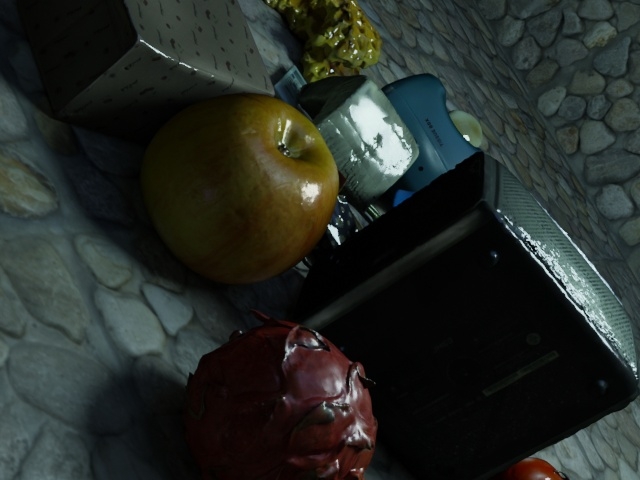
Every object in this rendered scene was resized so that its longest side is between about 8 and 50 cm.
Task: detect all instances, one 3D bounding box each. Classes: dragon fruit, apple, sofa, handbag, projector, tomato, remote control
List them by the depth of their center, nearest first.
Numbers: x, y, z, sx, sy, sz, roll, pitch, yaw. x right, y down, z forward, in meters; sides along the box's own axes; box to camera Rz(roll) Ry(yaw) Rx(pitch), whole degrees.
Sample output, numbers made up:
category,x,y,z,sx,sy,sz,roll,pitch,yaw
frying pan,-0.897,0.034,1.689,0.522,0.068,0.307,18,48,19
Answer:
category,x,y,z,sx,sy,sz,roll,pitch,yaw
dragon fruit,-0.047,0.219,1.289,0.252,0.241,0.241,36,25,4
apple,-0.109,-0.078,1.521,0.286,0.233,0.286,39,31,-29
projector,0.226,0.142,1.656,0.405,0.395,0.242,48,24,-16
tomato,0.340,0.446,1.771,0.187,0.151,0.187,169,-90,-79
handbag,0.000,0.000,1.817,0.139,0.072,0.115,-43,118,-50
sofa,0.040,-0.185,2.019,0.210,0.176,0.225,54,-18,-25
remote control,-0.060,-0.298,2.121,0.061,0.029,0.162,58,20,-13

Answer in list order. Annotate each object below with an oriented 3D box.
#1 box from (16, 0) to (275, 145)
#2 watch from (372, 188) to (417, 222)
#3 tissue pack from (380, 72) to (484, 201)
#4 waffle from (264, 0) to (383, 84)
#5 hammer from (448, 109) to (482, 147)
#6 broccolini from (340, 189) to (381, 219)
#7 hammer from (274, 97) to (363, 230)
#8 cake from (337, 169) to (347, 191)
category,x,y,z,sx,sy,sz,roll,pitch,yaw
box,-0.250,-0.280,1.573,0.297,0.190,0.225,13,48,-54
watch,0.203,0.066,1.926,0.274,0.241,0.305,-57,148,-70
tissue pack,0.195,-0.182,2.224,0.287,0.206,0.198,62,-14,9
waffle,-0.001,-0.478,2.313,0.261,0.151,0.324,-5,65,-58
hammer,0.196,-0.262,2.404,0.305,0.202,0.113,29,56,-14
broccolini,0.106,-0.048,2.096,0.239,0.051,0.054,40,38,-26
hammer,0.004,-0.109,2.001,0.365,0.043,0.111,58,26,10
cake,-0.062,-0.143,1.876,0.098,0.135,0.287,29,16,-36
